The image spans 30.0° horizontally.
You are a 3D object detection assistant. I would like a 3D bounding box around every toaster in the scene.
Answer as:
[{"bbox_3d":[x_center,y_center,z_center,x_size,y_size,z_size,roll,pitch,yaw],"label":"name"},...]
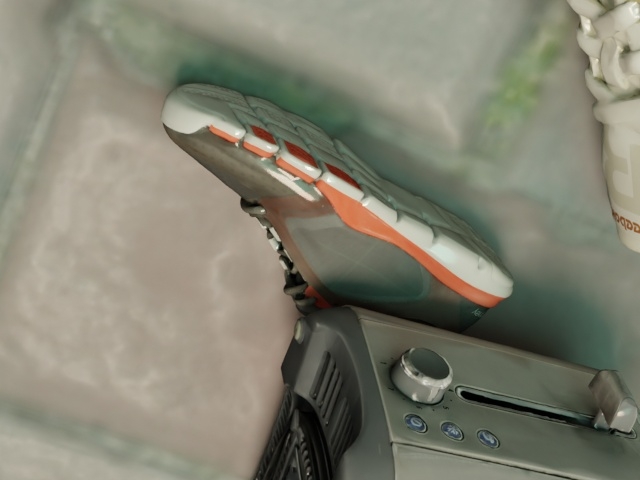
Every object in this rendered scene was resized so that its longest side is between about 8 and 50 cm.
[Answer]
[{"bbox_3d":[0.043,0.137,0.466,0.146,0.129,0.227,9,122,-15],"label":"toaster"}]

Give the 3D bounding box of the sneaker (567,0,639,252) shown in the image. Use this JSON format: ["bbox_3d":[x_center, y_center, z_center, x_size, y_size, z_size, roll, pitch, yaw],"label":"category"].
[{"bbox_3d":[0.132,-0.065,0.432,0.290,0.106,0.123,40,95,-21],"label":"sneaker"}]

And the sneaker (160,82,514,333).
[{"bbox_3d":[0.000,0.000,0.459,0.158,0.061,0.065,31,107,-17],"label":"sneaker"}]
